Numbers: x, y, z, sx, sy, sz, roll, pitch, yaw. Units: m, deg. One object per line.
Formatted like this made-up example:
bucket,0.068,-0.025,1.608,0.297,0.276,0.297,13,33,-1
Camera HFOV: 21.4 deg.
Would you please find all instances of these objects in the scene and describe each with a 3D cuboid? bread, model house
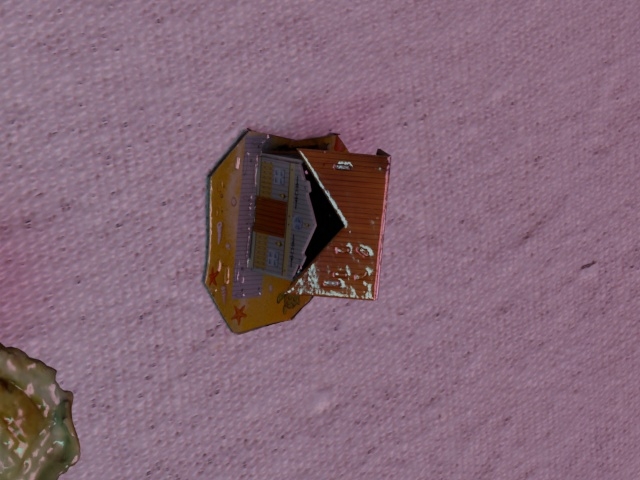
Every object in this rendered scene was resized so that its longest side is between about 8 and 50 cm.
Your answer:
bread,-0.362,0.148,1.365,0.238,0.252,0.196,24,80,-41
model house,0.000,0.000,1.757,0.207,0.136,0.219,-2,100,-45
